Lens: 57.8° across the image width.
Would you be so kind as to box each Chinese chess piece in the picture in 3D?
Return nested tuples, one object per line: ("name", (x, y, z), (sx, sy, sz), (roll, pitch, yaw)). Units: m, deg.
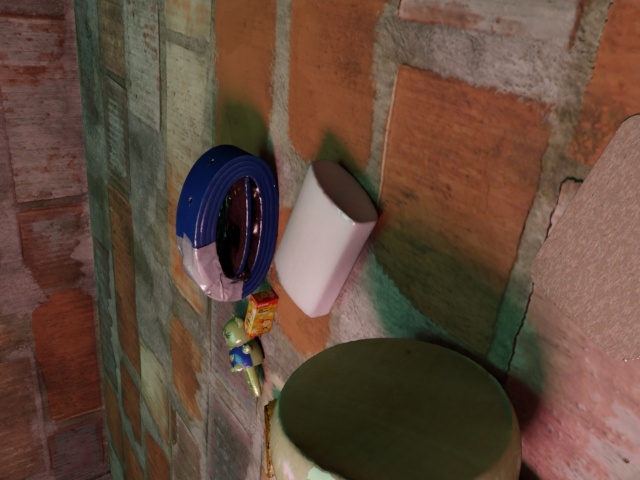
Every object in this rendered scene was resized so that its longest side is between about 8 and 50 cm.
("Chinese chess piece", (0.103, 0.283, 0.829), (0.349, 0.350, 0.146), (28, 129, 49))

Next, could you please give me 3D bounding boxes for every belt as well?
("belt", (-0.209, -0.036, 1.316), (0.117, 0.213, 0.346), (31, 120, 46))

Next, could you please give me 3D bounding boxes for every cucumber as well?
("cucumber", (-0.213, -0.052, 1.436), (0.086, 0.115, 0.192), (12, 111, 8))

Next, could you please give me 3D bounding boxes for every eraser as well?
("eraser", (0.000, 0.000, 1.122), (0.174, 0.095, 0.270), (55, 140, 31))

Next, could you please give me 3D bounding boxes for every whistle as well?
("whistle", (-0.200, 0.298, 1.517), (0.105, 0.085, 0.227), (-31, 74, 64))

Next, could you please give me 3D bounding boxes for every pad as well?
("pad", (0.360, 0.004, 0.674), (0.176, 0.002, 0.266), (51, 138, 35))

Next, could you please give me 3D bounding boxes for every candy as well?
("candy", (-0.148, 0.181, 1.424), (0.038, 0.062, 0.121), (49, 137, 36))

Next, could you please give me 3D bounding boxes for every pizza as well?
("pizza", (-0.105, 0.515, 1.445), (0.147, 0.069, 0.226), (-127, 35, -74))
